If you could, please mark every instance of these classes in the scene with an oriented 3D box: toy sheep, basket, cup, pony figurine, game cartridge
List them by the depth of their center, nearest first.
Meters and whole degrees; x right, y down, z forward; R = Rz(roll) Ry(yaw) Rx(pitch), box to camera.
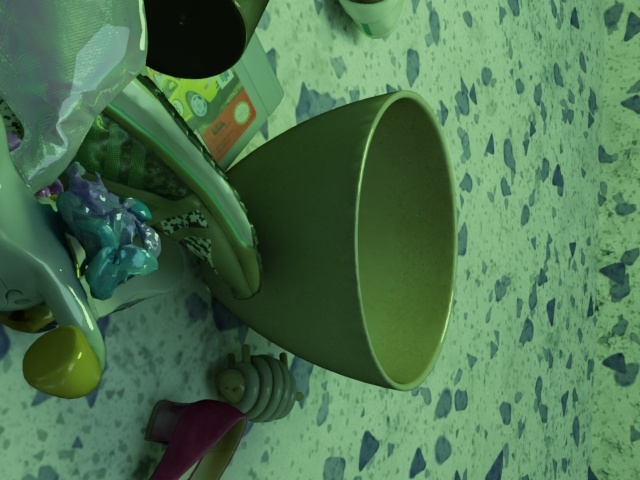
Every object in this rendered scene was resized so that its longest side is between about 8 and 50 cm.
[{"bbox_3d":[-0.232,-0.053,0.525,0.363,0.303,0.351,-117,-175,-74],"label":"pony figurine"},{"bbox_3d":[-0.119,-0.284,0.836,0.204,0.154,0.227,20,51,-20],"label":"basket"},{"bbox_3d":[-0.155,-0.166,0.938,0.196,0.060,0.294,59,45,-30],"label":"game cartridge"},{"bbox_3d":[0.000,0.000,0.974,0.331,0.237,0.331,0,90,-65],"label":"cup"},{"bbox_3d":[-0.072,0.179,1.020,0.132,0.091,0.091,15,76,-35],"label":"toy sheep"}]

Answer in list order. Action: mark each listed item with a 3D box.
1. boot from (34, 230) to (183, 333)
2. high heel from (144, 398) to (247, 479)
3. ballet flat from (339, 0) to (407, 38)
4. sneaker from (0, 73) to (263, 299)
[{"bbox_3d":[-0.216,0.040,0.827,0.190,0.086,0.069,-23,96,-67],"label":"boot"},{"bbox_3d":[-0.143,0.291,0.884,0.082,0.117,0.244,34,62,-50],"label":"high heel"},{"bbox_3d":[0.123,-0.484,1.299,0.139,0.139,0.400,43,59,-46],"label":"ballet flat"},{"bbox_3d":[-0.214,-0.076,0.759,0.182,0.158,0.410,-40,114,0],"label":"sneaker"}]
